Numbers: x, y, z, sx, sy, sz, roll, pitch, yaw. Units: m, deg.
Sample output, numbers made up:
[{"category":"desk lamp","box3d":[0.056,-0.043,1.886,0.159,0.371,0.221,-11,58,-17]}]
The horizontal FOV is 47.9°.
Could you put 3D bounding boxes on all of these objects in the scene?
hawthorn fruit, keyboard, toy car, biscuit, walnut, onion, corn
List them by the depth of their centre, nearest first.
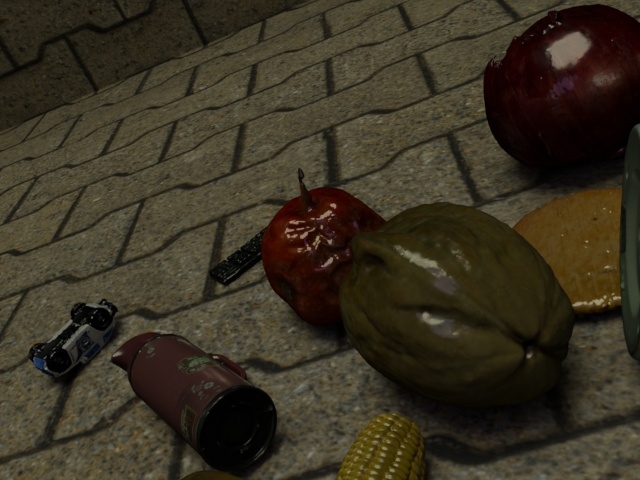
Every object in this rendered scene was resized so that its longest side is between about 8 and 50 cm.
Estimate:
[{"category":"corn","box3d":[0.042,0.299,0.699,0.106,0.106,0.305,-7,32,30]},{"category":"walnut","box3d":[0.150,0.072,0.838,0.283,0.283,0.227,27,88,54]},{"category":"biscuit","box3d":[0.360,0.012,0.969,0.254,0.035,0.254,-19,32,12]},{"category":"hawthorn fruit","box3d":[0.000,0.000,1.057,0.207,0.243,0.207,-17,32,11]},{"category":"onion","box3d":[0.395,-0.233,1.134,0.276,0.276,0.276,-19,31,12]},{"category":"toy car","box3d":[-0.431,0.173,1.285,0.080,0.070,0.170,5,44,42]},{"category":"keyboard","box3d":[-0.109,0.002,1.356,0.231,0.023,0.072,-38,30,-20]}]

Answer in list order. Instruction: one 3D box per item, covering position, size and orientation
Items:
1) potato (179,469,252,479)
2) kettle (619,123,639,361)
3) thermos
[{"category":"potato","box3d":[-0.110,0.318,0.809,0.200,0.081,0.164,2,39,36]},{"category":"kettle","box3d":[0.495,-0.007,0.735,0.342,0.247,0.319,0,14,16]},{"category":"thermos","box3d":[-0.182,0.195,1.017,0.136,0.109,0.330,-39,30,-22]}]
